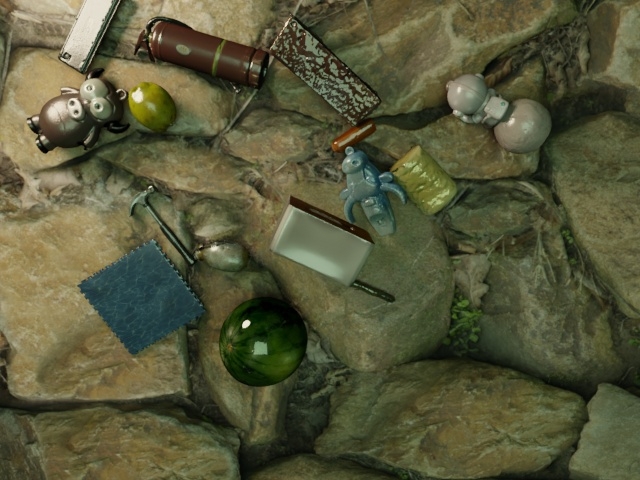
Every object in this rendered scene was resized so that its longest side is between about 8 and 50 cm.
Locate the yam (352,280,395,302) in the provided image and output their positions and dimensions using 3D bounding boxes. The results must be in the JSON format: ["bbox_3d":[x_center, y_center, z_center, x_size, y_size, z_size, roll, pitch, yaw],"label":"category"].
[{"bbox_3d":[0.108,0.128,1.532,0.234,0.029,0.027,25,73,-7],"label":"yam"}]

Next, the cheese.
[{"bbox_3d":[0.277,-0.162,1.439,0.123,0.094,0.167,-44,101,5],"label":"cheese"}]

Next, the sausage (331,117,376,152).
[{"bbox_3d":[0.089,-0.279,1.430,0.131,0.041,0.039,-33,124,5],"label":"sausage"}]

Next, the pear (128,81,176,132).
[{"bbox_3d":[-0.426,-0.341,1.360,0.107,0.107,0.131,-43,115,6],"label":"pear"}]

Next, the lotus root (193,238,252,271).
[{"bbox_3d":[-0.269,0.039,1.465,0.165,0.088,0.088,11,102,5],"label":"lotus root"}]

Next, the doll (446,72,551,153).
[{"bbox_3d":[0.455,-0.338,1.388,0.287,0.151,0.151,28,100,-5],"label":"doll"}]

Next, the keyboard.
[{"bbox_3d":[-0.580,-0.539,1.340,0.093,0.025,0.230,32,99,3],"label":"keyboard"}]

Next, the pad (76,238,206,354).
[{"bbox_3d":[-0.501,0.164,1.502,0.269,0.012,0.269,-32,107,5],"label":"pad"}]

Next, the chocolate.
[{"bbox_3d":[0.006,-0.431,1.366,0.321,0.112,0.112,40,107,-12],"label":"chocolate"}]

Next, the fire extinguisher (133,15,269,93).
[{"bbox_3d":[-0.305,-0.463,1.339,0.341,0.105,0.142,16,130,0],"label":"fire extinguisher"}]

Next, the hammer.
[{"bbox_3d":[-0.430,-0.026,1.467,0.103,0.029,0.246,-33,104,4],"label":"hammer"}]

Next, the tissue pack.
[{"bbox_3d":[0.000,0.001,1.430,0.246,0.159,0.136,24,102,-9],"label":"tissue pack"}]

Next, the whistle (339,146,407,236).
[{"bbox_3d":[0.132,-0.131,1.440,0.180,0.093,0.269,-21,104,27],"label":"whistle"}]

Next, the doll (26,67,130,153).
[{"bbox_3d":[-0.606,-0.321,1.345,0.257,0.117,0.182,-24,89,6],"label":"doll"}]

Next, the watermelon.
[{"bbox_3d":[-0.154,0.272,1.442,0.242,0.242,0.243,-1,103,-3],"label":"watermelon"}]
